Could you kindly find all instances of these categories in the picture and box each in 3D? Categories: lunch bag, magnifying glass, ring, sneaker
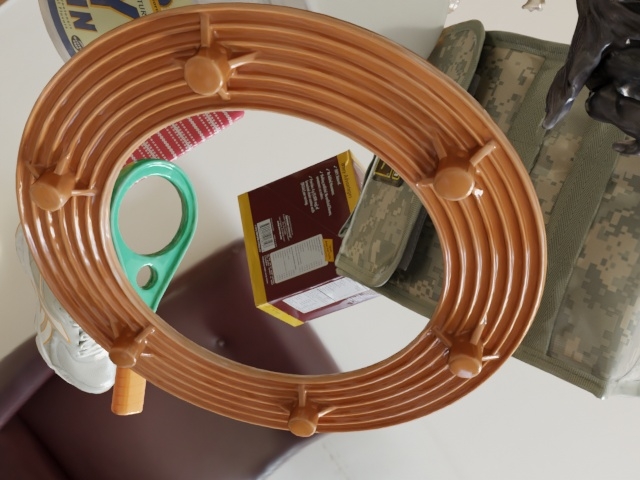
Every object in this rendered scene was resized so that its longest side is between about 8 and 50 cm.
[{"bbox_3d":[0.151,-0.038,0.592,0.287,0.235,0.169,24,3,36],"label":"lunch bag"},{"bbox_3d":[-0.160,0.041,0.649,0.092,0.026,0.231,3,98,-48],"label":"magnifying glass"},{"bbox_3d":[-0.033,0.020,0.453,0.336,0.336,0.032,53,32,-26],"label":"ring"},{"bbox_3d":[-0.304,0.092,0.904,0.121,0.099,0.262,21,-51,49],"label":"sneaker"}]

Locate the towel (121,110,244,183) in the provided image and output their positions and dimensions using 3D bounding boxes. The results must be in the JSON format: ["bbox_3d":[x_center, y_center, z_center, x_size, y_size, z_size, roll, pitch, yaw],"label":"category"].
[{"bbox_3d":[-0.288,-0.225,1.228,0.199,0.275,0.031,53,-22,1],"label":"towel"}]

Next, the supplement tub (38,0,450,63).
[{"bbox_3d":[-0.073,-0.234,0.641,0.235,0.325,0.235,-9,102,-48],"label":"supplement tub"}]

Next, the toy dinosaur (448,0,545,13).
[{"bbox_3d":[0.241,-0.400,0.887,0.296,0.127,0.200,162,-66,-74],"label":"toy dinosaur"}]

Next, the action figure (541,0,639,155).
[{"bbox_3d":[0.217,-0.080,0.324,0.276,0.164,0.141,36,-19,0],"label":"action figure"}]

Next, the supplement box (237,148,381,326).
[{"bbox_3d":[0.000,0.000,1.102,0.129,0.194,0.191,39,34,-59],"label":"supplement box"}]
